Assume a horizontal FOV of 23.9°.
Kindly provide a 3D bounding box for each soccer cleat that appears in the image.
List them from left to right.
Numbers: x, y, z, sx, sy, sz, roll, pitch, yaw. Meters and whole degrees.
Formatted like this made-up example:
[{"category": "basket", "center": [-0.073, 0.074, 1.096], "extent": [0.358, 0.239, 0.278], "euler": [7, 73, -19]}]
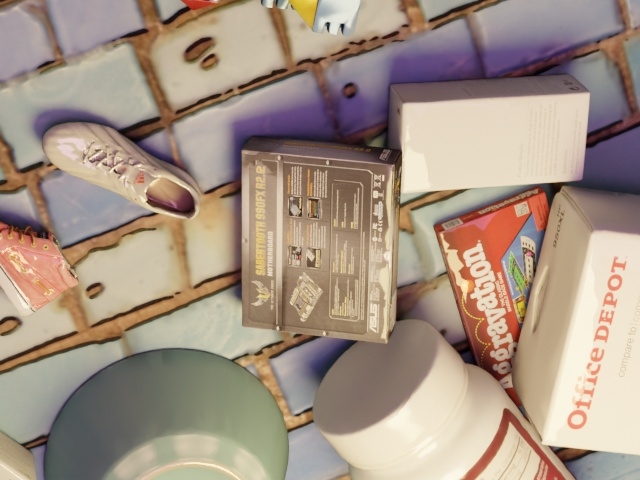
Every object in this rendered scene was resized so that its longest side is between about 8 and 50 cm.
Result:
[{"category": "soccer cleat", "center": [-0.221, -0.080, 1.725], "extent": [0.196, 0.076, 0.068], "euler": [23, 105, -21]}]

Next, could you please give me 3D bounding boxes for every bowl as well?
[{"category": "bowl", "center": [-0.174, 0.305, 1.849], "extent": [0.311, 0.163, 0.311], "euler": [-5, 112, -13]}]

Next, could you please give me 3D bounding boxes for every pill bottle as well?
[{"category": "pill bottle", "center": [0.176, 0.297, 1.898], "extent": [0.224, 0.224, 0.392], "euler": [-38, 115, 3]}]

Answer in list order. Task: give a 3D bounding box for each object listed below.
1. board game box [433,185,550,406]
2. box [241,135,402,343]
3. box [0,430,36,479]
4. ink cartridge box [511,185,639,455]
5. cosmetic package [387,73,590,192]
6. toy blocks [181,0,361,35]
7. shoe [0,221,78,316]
[{"category": "board game box", "center": [0.249, 0.081, 1.937], "extent": [0.145, 0.027, 0.281], "euler": [-21, 115, -4]}, {"category": "box", "center": [0.000, 0.000, 1.785], "extent": [0.183, 0.056, 0.231], "euler": [6, 113, 13]}, {"category": "box", "center": [-0.411, 0.284, 1.821], "extent": [0.101, 0.087, 0.102], "euler": [-45, 114, 6]}, {"category": "ink cartridge box", "center": [0.462, 0.112, 1.843], "extent": [0.395, 0.166, 0.285], "euler": [7, 109, -8]}, {"category": "cosmetic package", "center": [0.198, -0.129, 1.807], "extent": [0.231, 0.085, 0.117], "euler": [-3, 113, -10]}, {"category": "toy blocks", "center": [0.003, -0.346, 1.637], "extent": [0.381, 0.191, 0.261], "euler": [4, 122, -15]}, {"category": "shoe", "center": [-0.350, 0.002, 1.737], "extent": [0.081, 0.063, 0.178], "euler": [-30, 121, -2]}]
